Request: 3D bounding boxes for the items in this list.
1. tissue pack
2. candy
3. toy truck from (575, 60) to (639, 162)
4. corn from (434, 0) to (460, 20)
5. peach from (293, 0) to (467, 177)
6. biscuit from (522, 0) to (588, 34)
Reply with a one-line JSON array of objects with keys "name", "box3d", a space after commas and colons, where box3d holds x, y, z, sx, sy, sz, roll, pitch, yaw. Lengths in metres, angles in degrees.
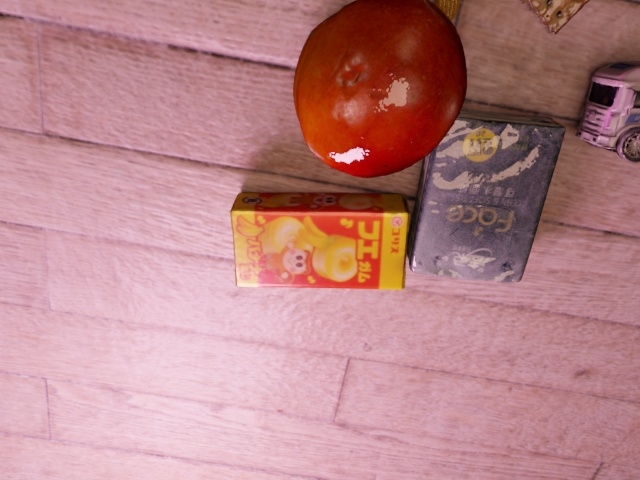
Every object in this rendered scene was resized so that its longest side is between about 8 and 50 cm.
[{"name": "tissue pack", "box3d": [0.244, -0.068, 0.880, 0.186, 0.081, 0.256, 6, 116, 0]}, {"name": "candy", "box3d": [0.000, 0.000, 0.921, 0.277, 0.088, 0.146, 0, 116, 3]}, {"name": "toy truck", "box3d": [0.508, -0.191, 0.785, 0.268, 0.124, 0.155, 1, 111, -1]}, {"name": "corn", "box3d": [0.172, -0.342, 0.764, 0.037, 0.037, 0.092, 4, 118, 0]}, {"name": "peach", "box3d": [0.075, -0.205, 0.748, 0.200, 0.243, 0.243, 4, 130, -52]}, {"name": "biscuit", "box3d": [0.281, -0.399, 0.741, 0.231, 0.016, 0.139, 38, 112, -16]}]
